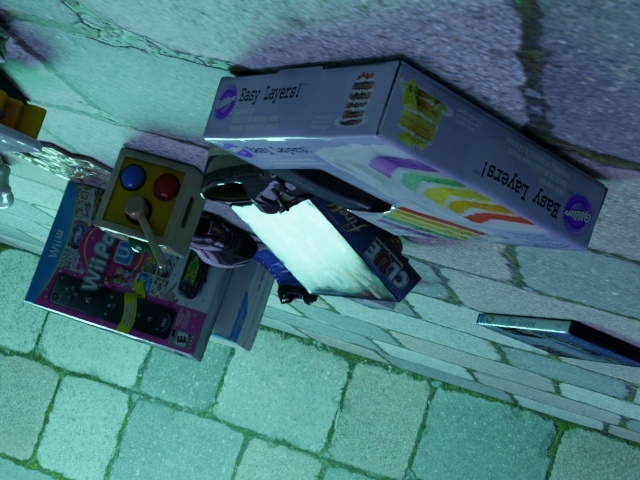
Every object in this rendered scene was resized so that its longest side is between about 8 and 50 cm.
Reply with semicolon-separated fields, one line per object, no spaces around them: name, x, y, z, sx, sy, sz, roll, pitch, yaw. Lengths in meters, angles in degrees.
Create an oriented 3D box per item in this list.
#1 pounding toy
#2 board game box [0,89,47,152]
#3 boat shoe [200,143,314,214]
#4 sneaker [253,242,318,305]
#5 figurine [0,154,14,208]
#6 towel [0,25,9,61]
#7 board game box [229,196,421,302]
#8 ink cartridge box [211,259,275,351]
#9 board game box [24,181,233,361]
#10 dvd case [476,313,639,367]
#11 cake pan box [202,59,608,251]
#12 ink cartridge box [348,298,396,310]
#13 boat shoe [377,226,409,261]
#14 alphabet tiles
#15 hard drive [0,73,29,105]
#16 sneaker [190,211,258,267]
pounding toy;-0.218;-0.036;1.498;0.130;0.141;0.100;16;170;17
board game box;-0.547;-0.200;1.314;0.390;0.050;0.390;25;171;-33
boat shoe;-0.046;-0.061;1.210;0.224;0.073;0.080;9;167;47
sneaker;-0.069;0.061;1.955;0.152;0.084;0.058;18;171;6
figurine;-0.618;-0.132;1.932;0.215;0.092;0.209;19;167;-7
towel;-0.464;-0.252;1.039;0.325;0.038;0.248;17;172;12
board game box;0.000;-0.001;1.383;0.165;0.042;0.243;48;161;-17
ink cartridge box;-0.193;0.091;2.106;0.168;0.171;0.232;18;170;8
board game box;-0.314;0.052;1.956;0.303;0.224;0.097;17;171;9
dvd case;0.385;0.157;1.815;0.180;0.022;0.253;22;170;-23
cake pan box;0.063;-0.068;0.981;0.246;0.070;0.267;28;168;-35
ink cartridge box;0.056;0.068;1.852;0.122;0.052;0.088;23;170;-19
boat shoe;0.068;0.009;1.455;0.064;0.060;0.178;33;171;30
alphabet tiles;-0.392;-0.117;1.791;0.237;0.009;0.198;12;168;40
hard drive;-0.406;-0.185;1.362;0.094;0.022;0.135;18;171;4
sneaker;-0.175;-0.006;1.837;0.178;0.072;0.077;17;162;-28
